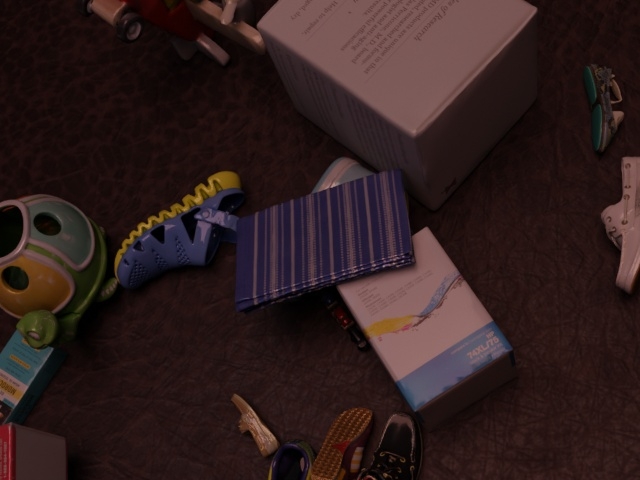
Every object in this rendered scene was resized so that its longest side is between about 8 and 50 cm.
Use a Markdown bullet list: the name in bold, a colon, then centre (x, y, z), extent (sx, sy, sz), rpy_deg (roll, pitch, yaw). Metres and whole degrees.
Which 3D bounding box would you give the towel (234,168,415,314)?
- **towel**: centre (0.000, 0.000, 1.812), extent (0.336, 0.040, 0.243), rpy_deg (-17, 42, 12)

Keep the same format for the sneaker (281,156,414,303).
- **sneaker**: centre (0.053, 0.003, 1.908), extent (0.208, 0.127, 0.319), rpy_deg (23, 76, 27)

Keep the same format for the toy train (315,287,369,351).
- **toy train**: centre (0.040, 0.145, 1.910), extent (0.027, 0.036, 0.158), rpy_deg (-37, 65, -3)

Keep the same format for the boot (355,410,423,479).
- **boot**: centre (0.114, 0.394, 1.715), extent (0.085, 0.178, 0.236), rpy_deg (9, 72, 17)

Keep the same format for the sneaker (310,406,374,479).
- **sneaker**: centre (0.045, 0.384, 1.805), extent (0.070, 0.083, 0.185), rpy_deg (9, 45, 34)

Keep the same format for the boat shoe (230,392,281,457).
- **boat shoe**: centre (-0.129, 0.341, 1.864), extent (0.045, 0.050, 0.135), rpy_deg (-39, 65, -10)

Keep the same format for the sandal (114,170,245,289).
- **sandal**: centre (-0.264, -0.001, 1.997), extent (0.317, 0.126, 0.138), rpy_deg (-37, 69, -1)

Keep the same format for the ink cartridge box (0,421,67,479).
- **ink cartridge box**: centre (-0.655, 0.514, 1.819), extent (0.385, 0.160, 0.279), rpy_deg (-17, 65, 21)

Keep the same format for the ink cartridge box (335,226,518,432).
- **ink cartridge box**: centre (0.188, 0.159, 1.781), extent (0.197, 0.198, 0.270), rpy_deg (-32, 66, 0)

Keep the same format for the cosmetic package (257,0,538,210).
- **cosmetic package**: centre (0.157, -0.335, 1.913), extent (0.394, 0.329, 0.327), rpy_deg (39, 80, 23)

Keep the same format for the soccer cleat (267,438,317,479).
- **soccer cleat**: centre (-0.071, 0.487, 1.754), extent (0.094, 0.121, 0.289), rpy_deg (7, 71, 15)

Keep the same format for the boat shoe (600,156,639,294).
- **boat shoe**: centre (0.556, -0.031, 1.830), extent (0.096, 0.098, 0.277), rpy_deg (11, 63, 17)

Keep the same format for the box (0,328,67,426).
- **box**: centre (-0.614, 0.298, 1.991), extent (0.101, 0.060, 0.244), rpy_deg (26, 76, 21)

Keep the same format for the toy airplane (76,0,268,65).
- **toy airplane**: centre (-0.290, -0.518, 2.071), extent (0.386, 0.384, 0.272), rpy_deg (26, 101, -20)

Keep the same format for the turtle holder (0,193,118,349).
- **turtle holder**: centre (-0.557, 0.060, 1.956), extent (0.243, 0.227, 0.320), rpy_deg (2, 66, 24)

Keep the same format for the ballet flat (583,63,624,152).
- **ballet flat**: centre (0.550, -0.256, 1.938), extent (0.070, 0.070, 0.188), rpy_deg (-5, 71, 11)
